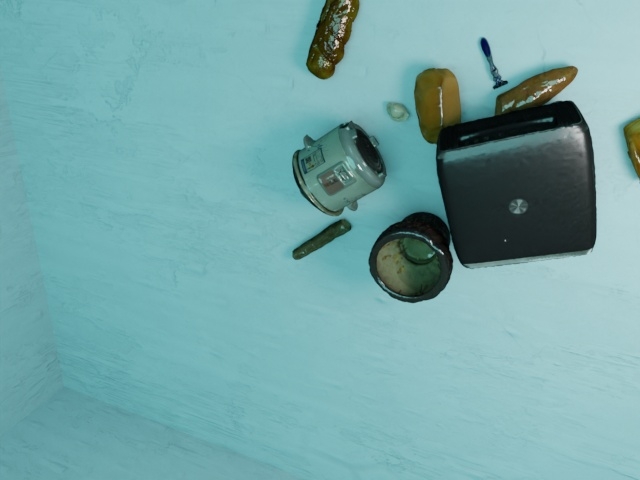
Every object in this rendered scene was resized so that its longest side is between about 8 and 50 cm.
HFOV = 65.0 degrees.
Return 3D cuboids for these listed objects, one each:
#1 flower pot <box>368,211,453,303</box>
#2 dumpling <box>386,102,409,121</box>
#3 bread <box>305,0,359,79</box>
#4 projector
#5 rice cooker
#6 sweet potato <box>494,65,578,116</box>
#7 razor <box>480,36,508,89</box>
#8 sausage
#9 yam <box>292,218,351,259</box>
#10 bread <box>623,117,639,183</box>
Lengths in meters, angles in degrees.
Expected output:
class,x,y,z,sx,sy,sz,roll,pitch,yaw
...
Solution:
class,x,y,z,sx,sy,sz,roll,pitch,yaw
flower pot,0.321,0.035,1.680,0.267,0.267,0.266,10,117,20
dumpling,0.248,-0.416,1.639,0.077,0.043,0.059,16,136,-2
bread,0.043,-0.678,1.581,0.124,0.084,0.343,29,120,9
projector,0.559,-0.158,1.450,0.396,0.242,0.405,-9,120,22
rice cooker,0.053,-0.232,1.675,0.317,0.264,0.316,6,123,10
sweet potato,0.612,-0.424,1.447,0.252,0.097,0.097,-27,100,31
razor,0.507,-0.526,1.485,0.044,0.028,0.154,-19,105,29
sausage,0.362,-0.408,1.547,0.136,0.120,0.241,18,124,59
yam,0.000,0.000,1.920,0.274,0.061,0.061,-32,98,32
bread,0.974,-0.262,1.365,0.235,0.099,0.210,-17,106,28
